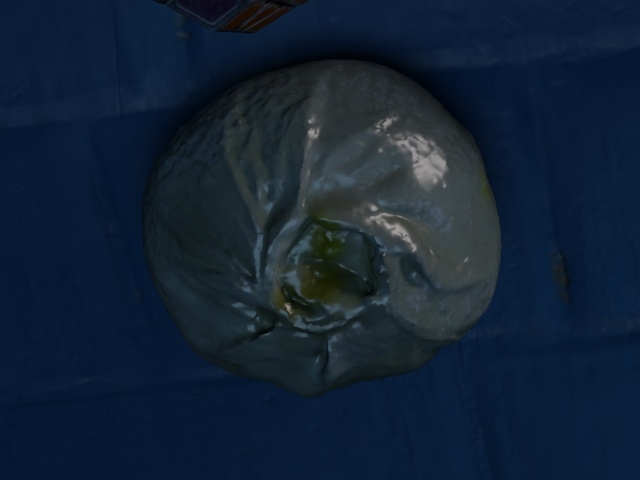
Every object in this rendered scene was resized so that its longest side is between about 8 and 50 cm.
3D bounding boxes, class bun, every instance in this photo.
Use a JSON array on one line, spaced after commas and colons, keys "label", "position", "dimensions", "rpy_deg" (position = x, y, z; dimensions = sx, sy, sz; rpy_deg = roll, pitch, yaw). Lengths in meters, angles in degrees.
[{"label": "bun", "position": [0.000, 0.000, 1.656], "dimensions": [0.361, 0.211, 0.362], "rpy_deg": [1, 120, 2]}]

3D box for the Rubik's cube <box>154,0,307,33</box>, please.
[{"label": "Rubik's cube", "position": [-0.078, -0.326, 1.410], "dimensions": [0.264, 0.319, 0.319], "rpy_deg": [3, 132, 46]}]
